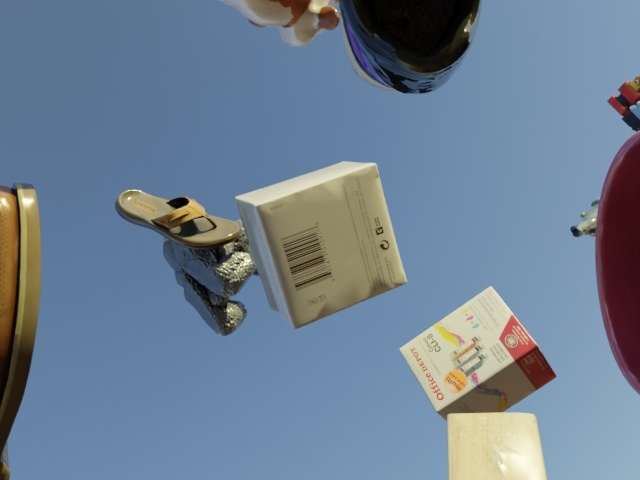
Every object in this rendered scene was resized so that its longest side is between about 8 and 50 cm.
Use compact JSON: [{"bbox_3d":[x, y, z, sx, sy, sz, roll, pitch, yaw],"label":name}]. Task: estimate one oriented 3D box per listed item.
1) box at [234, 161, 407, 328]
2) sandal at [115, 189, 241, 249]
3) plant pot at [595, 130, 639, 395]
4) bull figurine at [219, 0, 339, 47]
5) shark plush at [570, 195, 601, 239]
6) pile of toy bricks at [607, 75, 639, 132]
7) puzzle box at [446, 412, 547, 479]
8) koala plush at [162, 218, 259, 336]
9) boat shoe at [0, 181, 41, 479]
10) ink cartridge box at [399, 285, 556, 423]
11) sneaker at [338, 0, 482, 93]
[{"bbox_3d":[0.000,0.000,0.911,0.182,0.119,0.181,-21,-74,-17],"label":"box"},{"bbox_3d":[-0.239,-0.047,1.091,0.090,0.219,0.060,-56,-15,-51],"label":"sandal"},{"bbox_3d":[0.319,0.015,0.463,0.180,0.201,0.201,-3,-59,4],"label":"plant pot"},{"bbox_3d":[-0.098,-0.280,0.535,0.310,0.101,0.188,5,-83,-31],"label":"bull figurine"},{"bbox_3d":[0.354,-0.039,0.809,0.161,0.073,0.067,-7,-30,-31],"label":"shark plush"},{"bbox_3d":[0.459,-0.145,0.786,0.118,0.212,0.105,13,-52,-35],"label":"pile of toy bricks"},{"bbox_3d":[0.112,0.335,0.367,0.052,0.272,0.409,-4,-54,12],"label":"puzzle box"},{"bbox_3d":[-0.154,0.019,1.216,0.221,0.203,0.196,-33,-25,-33],"label":"koala plush"},{"bbox_3d":[-0.283,0.103,0.493,0.104,0.110,0.307,9,-87,-30],"label":"boat shoe"},{"bbox_3d":[0.238,0.188,0.999,0.176,0.128,0.127,-36,-43,7],"label":"ink cartridge box"},{"bbox_3d":[0.043,-0.221,0.343,0.102,0.146,0.293,-11,-72,4],"label":"sneaker"}]
